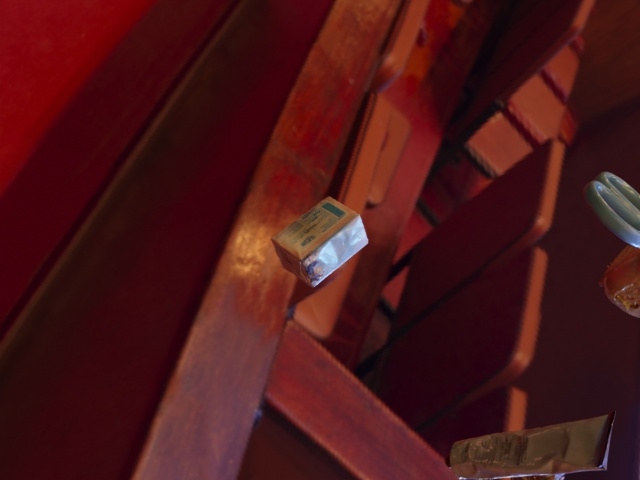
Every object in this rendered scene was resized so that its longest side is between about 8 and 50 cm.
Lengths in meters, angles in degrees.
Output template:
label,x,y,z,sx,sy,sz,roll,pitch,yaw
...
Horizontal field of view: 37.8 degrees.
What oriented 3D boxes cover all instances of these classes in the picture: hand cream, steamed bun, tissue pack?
label,x,y,z,sx,sy,sz,roll,pitch,yaw
hand cream,0.102,0.103,0.458,0.019,0.093,0.030,48,45,-28
steamed bun,0.614,0.044,1.587,0.232,0.273,0.166,-42,84,-18
tissue pack,0.000,0.000,1.108,0.094,0.074,0.059,-37,130,-17

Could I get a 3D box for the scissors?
label,x,y,z,sx,sy,sz,roll,pitch,yaw
scissors,0.571,0.065,1.403,0.447,0.029,0.192,46,29,9

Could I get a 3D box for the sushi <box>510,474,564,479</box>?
label,x,y,z,sx,sy,sz,roll,pitch,yaw
sushi,0.243,0.257,1.069,0.055,0.120,0.052,-31,84,-21
